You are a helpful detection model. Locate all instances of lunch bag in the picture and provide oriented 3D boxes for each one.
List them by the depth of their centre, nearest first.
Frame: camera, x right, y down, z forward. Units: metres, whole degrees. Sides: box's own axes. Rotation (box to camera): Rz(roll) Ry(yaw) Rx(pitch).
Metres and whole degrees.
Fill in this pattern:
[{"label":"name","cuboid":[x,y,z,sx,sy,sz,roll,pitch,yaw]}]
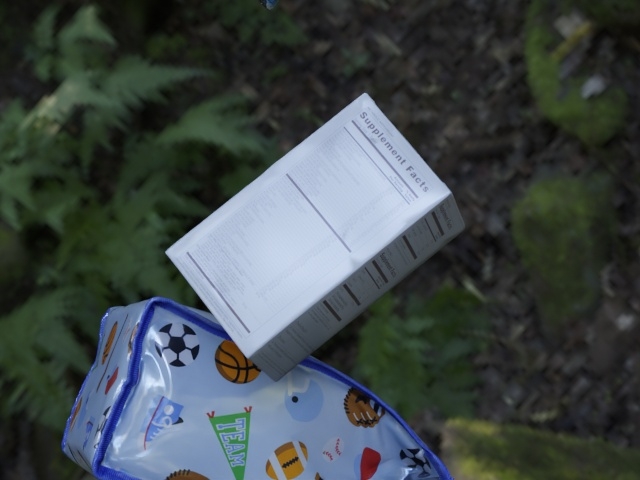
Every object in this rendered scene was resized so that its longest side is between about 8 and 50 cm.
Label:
[{"label":"lunch bag","cuboid":[-0.071,0.227,1.804,0.328,0.386,0.238,174,115,-74]}]

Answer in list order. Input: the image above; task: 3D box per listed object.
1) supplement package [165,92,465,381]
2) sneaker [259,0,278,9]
[{"label":"supplement package","cuboid":[0.000,0.000,1.555,0.244,0.139,0.134,-38,-18,-1]},{"label":"sneaker","cuboid":[-0.047,-0.342,1.993,0.073,0.063,0.162,-35,15,33]}]
